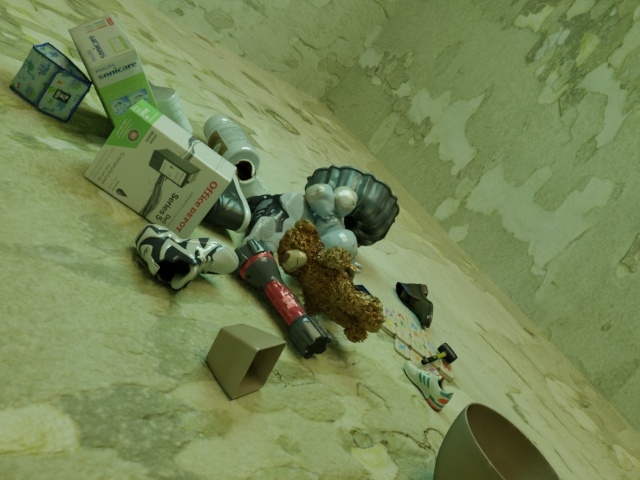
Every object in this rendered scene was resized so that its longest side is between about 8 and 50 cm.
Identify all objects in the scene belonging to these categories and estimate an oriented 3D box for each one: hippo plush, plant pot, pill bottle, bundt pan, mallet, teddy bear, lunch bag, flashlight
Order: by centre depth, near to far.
[{"bbox_3d":[-0.147,0.214,1.228,0.096,0.109,0.109,34,15,22],"label":"plant pot"},{"bbox_3d":[0.345,0.509,1.366,0.284,0.191,0.284,35,19,-14],"label":"plant pot"},{"bbox_3d":[-0.095,0.132,1.531,0.103,0.103,0.304,-16,55,-38],"label":"flashlight"},{"bbox_3d":[-0.642,-0.376,1.579,0.151,0.129,0.096,39,22,-12],"label":"lunch bag"},{"bbox_3d":[0.015,0.111,1.597,0.113,0.245,0.337,-38,100,-30],"label":"teddy bear"},{"bbox_3d":[0.000,0.000,1.941,0.235,0.294,0.236,-3,56,-10],"label":"hippo plush"},{"bbox_3d":[0.353,0.354,1.954,0.062,0.039,0.190,49,27,16],"label":"mallet"},{"bbox_3d":[-0.293,-0.303,2.106,0.131,0.131,0.229,22,25,-45],"label":"pill bottle"},{"bbox_3d":[0.085,-0.091,2.153,0.331,0.331,0.124,34,56,-19],"label":"bundt pan"}]

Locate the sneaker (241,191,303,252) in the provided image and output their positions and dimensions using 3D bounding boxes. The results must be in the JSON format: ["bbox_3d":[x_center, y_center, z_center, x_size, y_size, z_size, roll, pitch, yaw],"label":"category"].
[{"bbox_3d":[-0.168,-0.044,1.802,0.268,0.153,0.101,-50,134,-43],"label":"sneaker"}]

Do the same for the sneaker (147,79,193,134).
[{"bbox_3d":[-0.494,-0.377,1.958,0.293,0.108,0.169,27,-31,43],"label":"sneaker"}]

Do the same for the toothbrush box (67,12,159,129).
[{"bbox_3d":[-0.505,-0.388,1.661,0.206,0.122,0.283,53,-16,38],"label":"toothbrush box"}]

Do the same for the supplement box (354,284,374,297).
[{"bbox_3d":[0.091,0.171,1.831,0.056,0.083,0.083,49,19,24],"label":"supplement box"}]

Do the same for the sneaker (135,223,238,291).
[{"bbox_3d":[-0.264,0.058,1.370,0.235,0.094,0.153,26,24,-38],"label":"sneaker"}]

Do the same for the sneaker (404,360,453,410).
[{"bbox_3d":[0.296,0.375,1.772,0.057,0.075,0.161,17,29,-51],"label":"sneaker"}]

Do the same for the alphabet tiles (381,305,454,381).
[{"bbox_3d":[0.293,0.313,2.008,0.284,0.021,0.278,38,18,-6],"label":"alphabet tiles"}]

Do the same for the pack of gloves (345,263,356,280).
[{"bbox_3d":[0.016,0.069,1.709,0.046,0.232,0.195,-36,67,-29],"label":"pack of gloves"}]

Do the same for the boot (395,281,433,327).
[{"bbox_3d":[0.317,0.217,2.241,0.106,0.082,0.219,14,28,-10],"label":"boot"}]

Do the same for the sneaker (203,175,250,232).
[{"bbox_3d":[-0.300,-0.142,1.755,0.147,0.104,0.295,20,25,-42],"label":"sneaker"}]

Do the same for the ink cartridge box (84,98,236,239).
[{"bbox_3d":[-0.361,-0.157,1.510,0.273,0.198,0.114,36,19,-13],"label":"ink cartridge box"}]

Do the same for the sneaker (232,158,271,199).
[{"bbox_3d":[-0.212,-0.176,1.988,0.106,0.123,0.290,44,17,17],"label":"sneaker"}]
